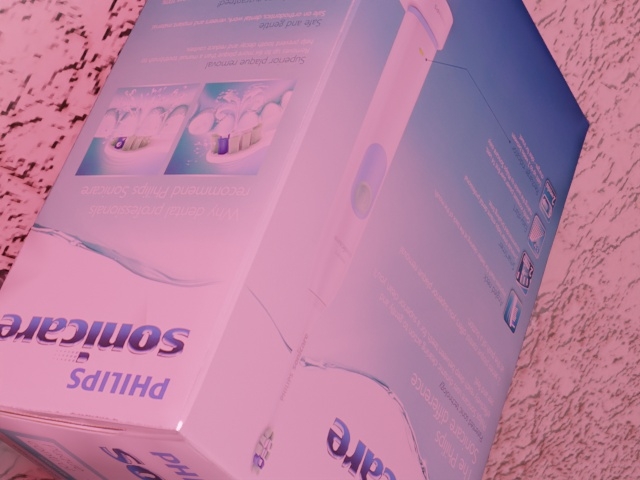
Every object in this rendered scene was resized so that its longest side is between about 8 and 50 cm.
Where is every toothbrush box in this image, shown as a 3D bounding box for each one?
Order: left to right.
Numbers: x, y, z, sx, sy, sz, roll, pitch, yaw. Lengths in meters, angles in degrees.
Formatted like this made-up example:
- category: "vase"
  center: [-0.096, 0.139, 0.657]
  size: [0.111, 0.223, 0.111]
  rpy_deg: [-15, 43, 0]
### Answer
- category: "toothbrush box"
  center: [0.000, 0.000, 0.622]
  size: [0.216, 0.126, 0.295]
  rpy_deg: [49, 52, -45]

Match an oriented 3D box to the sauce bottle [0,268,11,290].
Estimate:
- category: "sauce bottle"
  center: [-0.220, 0.071, 0.563]
  size: [0.344, 0.111, 0.111]
  rpy_deg: [-20, 125, -34]
